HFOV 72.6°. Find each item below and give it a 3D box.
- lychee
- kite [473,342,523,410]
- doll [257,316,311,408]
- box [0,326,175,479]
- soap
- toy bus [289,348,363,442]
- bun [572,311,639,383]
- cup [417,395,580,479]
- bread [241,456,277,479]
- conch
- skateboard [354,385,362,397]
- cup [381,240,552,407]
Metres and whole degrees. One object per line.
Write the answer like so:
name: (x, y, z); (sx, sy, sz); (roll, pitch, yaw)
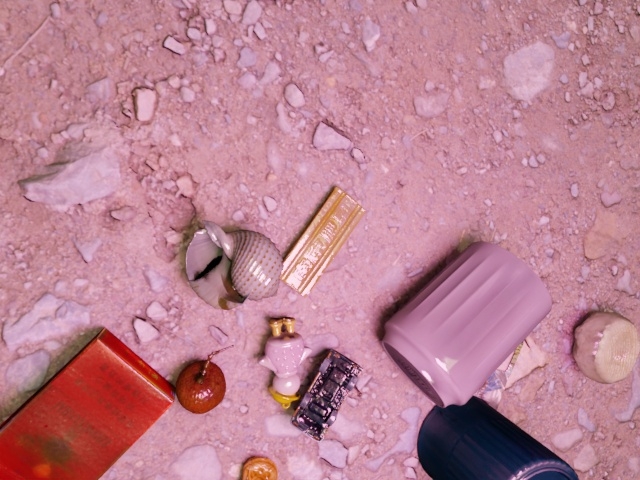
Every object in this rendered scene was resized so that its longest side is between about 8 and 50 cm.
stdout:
lychee: (-0.245, 0.291, 0.899); (0.114, 0.101, 0.140); (-30, 122, -50)
kite: (0.450, 0.336, 1.156); (0.169, 0.015, 0.310); (29, 85, -15)
doll: (-0.078, 0.271, 0.960); (0.129, 0.081, 0.207); (-4, 97, -29)
box: (-0.468, 0.354, 0.842); (0.313, 0.089, 0.197); (-45, 106, -11)
soap: (0.000, 0.000, 0.992); (0.092, 0.037, 0.252); (37, 82, -16)
toy bus: (0.014, 0.342, 0.978); (0.091, 0.103, 0.182); (30, 82, 8)
bun: (0.770, 0.287, 1.197); (0.195, 0.118, 0.196); (-3, 99, -19)
cup: (0.405, 0.562, 1.007); (0.242, 0.292, 0.308); (-8, 96, -16)
bread: (-0.138, 0.539, 0.975); (0.083, 0.044, 0.111); (6, 92, -21)
conch: (-0.168, 0.048, 0.898); (0.172, 0.131, 0.200); (-44, 75, 14)
skateboard: (0.058, 0.370, 1.020); (0.032, 0.064, 0.083); (40, 92, -27)
cup: (0.337, 0.218, 1.021); (0.327, 0.237, 0.323); (-41, 130, -12)
